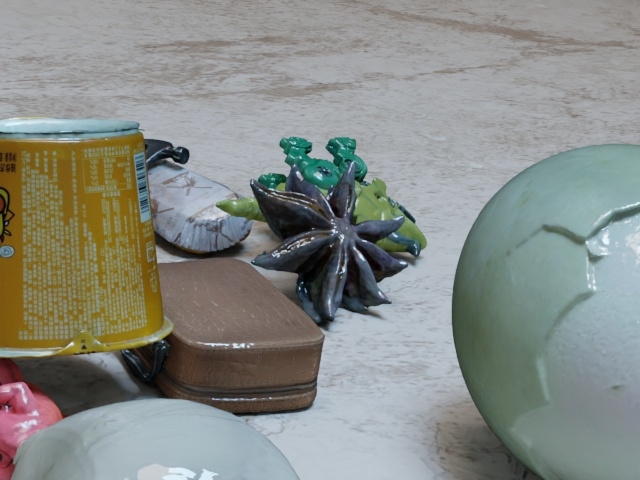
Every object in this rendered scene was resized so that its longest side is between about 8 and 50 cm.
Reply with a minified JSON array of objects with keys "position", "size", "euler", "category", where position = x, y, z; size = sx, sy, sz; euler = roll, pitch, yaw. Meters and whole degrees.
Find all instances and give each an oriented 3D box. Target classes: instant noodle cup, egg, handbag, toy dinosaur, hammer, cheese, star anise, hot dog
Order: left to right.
[{"position":[-0.224,-0.008,1.326],"size":[0.215,0.172,0.216],"euler":[1,8,0],"category":"instant noodle cup"},{"position":[-0.216,0.132,1.300],"size":[0.139,0.070,0.286],"euler":[12,10,-22],"category":"toy dinosaur"},{"position":[-0.226,-0.052,1.746],"size":[0.078,0.021,0.201],"euler":[16,42,31],"category":"hammer"},{"position":[-0.101,0.182,1.049],"size":[0.189,0.154,0.198],"euler":[7,19,-19],"category":"cheese"},{"position":[-0.154,-0.038,1.778],"size":[0.108,0.059,0.191],"euler":[-27,41,-36],"category":"hot dog"},{"position":[-0.094,0.082,1.451],"size":[0.151,0.072,0.193],"euler":[-3,24,-29],"category":"handbag"},{"position":[-0.012,-0.044,1.761],"size":[0.259,0.094,0.153],"euler":[8,34,-34],"category":"toy dinosaur"},{"position":[0.000,0.000,1.642],"size":[0.180,0.061,0.205],"euler":[12,50,-30],"category":"star anise"},{"position":[0.250,0.071,1.291],"size":[0.278,0.278,0.336],"euler":[1,14,-19],"category":"egg"}]
